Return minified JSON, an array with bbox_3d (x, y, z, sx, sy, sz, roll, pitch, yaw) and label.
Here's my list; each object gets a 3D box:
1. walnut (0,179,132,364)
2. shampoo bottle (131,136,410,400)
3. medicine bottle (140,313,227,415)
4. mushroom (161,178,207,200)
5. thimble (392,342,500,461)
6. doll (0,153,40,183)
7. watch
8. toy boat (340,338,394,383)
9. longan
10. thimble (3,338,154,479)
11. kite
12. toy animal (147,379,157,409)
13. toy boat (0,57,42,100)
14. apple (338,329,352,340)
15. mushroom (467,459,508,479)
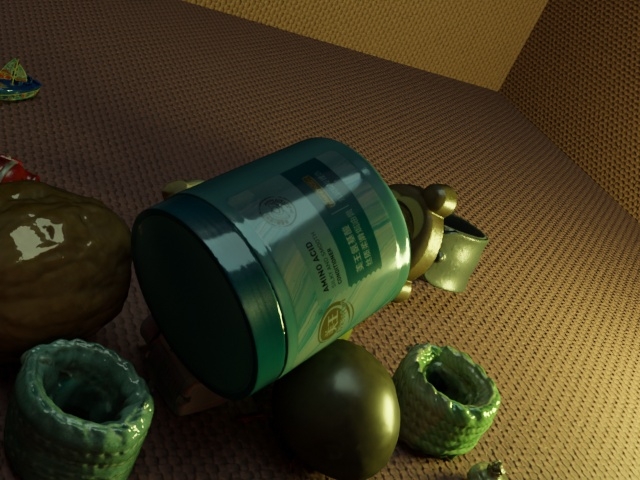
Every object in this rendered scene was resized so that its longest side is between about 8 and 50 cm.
[{"bbox_3d":[-0.478,0.050,1.324,0.306,0.306,0.344,32,25,11],"label":"walnut"},{"bbox_3d":[-0.077,0.034,1.347,0.342,0.331,0.331,-29,57,-34],"label":"shampoo bottle"},{"bbox_3d":[-0.244,0.208,1.453,0.119,0.094,0.188,-8,43,-41],"label":"medicine bottle"},{"bbox_3d":[-0.234,-0.104,1.989,0.351,0.109,0.097,-3,80,-47],"label":"mushroom"},{"bbox_3d":[0.231,0.313,1.613,0.218,0.150,0.219,20,29,-12],"label":"thimble"},{"bbox_3d":[-0.716,-0.164,1.720,0.245,0.076,0.142,26,27,-8],"label":"doll"},{"bbox_3d":[0.246,-0.017,2.102,0.335,0.314,0.326,34,14,37],"label":"watch"},{"bbox_3d":[0.081,0.286,1.574,0.061,0.116,0.188,8,31,-43],"label":"toy boat"},{"bbox_3d":[0.028,0.293,1.410,0.248,0.248,0.248,20,28,-11],"label":"longan"},{"bbox_3d":[-0.368,0.257,1.220,0.235,0.143,0.198,34,28,18],"label":"thimble"},{"bbox_3d":[-0.077,0.318,1.497,0.189,0.009,0.232,1,37,-39],"label":"kite"},{"bbox_3d":[-0.295,0.266,1.383,0.050,0.028,0.084,26,27,18],"label":"toy animal"},{"bbox_3d":[-0.772,-0.408,2.049,0.091,0.110,0.175,32,30,12],"label":"toy boat"},{"bbox_3d":[-0.113,0.094,1.663,0.360,0.312,0.320,-4,12,-38],"label":"apple"},{"bbox_3d":[0.322,0.446,1.538,0.085,0.079,0.085,22,26,-11],"label":"mushroom"}]
